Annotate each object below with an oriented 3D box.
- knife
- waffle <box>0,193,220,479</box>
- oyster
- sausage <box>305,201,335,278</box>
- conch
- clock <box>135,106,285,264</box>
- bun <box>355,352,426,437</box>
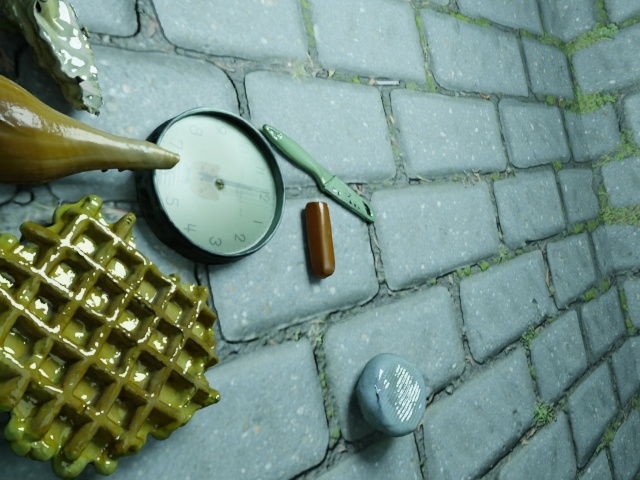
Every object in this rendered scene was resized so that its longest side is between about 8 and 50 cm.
[{"bbox_3d":[0.005,-0.111,0.890,0.293,0.020,0.043,34,57,-35],"label":"knife"},{"bbox_3d":[-0.236,0.101,0.569,0.281,0.058,0.300,-40,106,-51],"label":"waffle"},{"bbox_3d":[-0.314,-0.239,0.572,0.072,0.133,0.209,-19,113,-1],"label":"oyster"},{"bbox_3d":[0.000,0.000,0.845,0.039,0.041,0.131,4,78,-65],"label":"sausage"},{"bbox_3d":[-0.306,-0.113,0.526,0.330,0.093,0.109,9,84,-31],"label":"conch"},{"bbox_3d":[-0.147,-0.078,0.719,0.226,0.049,0.226,10,74,-40],"label":"clock"},{"bbox_3d":[0.116,0.269,0.873,0.141,0.083,0.140,18,61,-35],"label":"bun"}]
